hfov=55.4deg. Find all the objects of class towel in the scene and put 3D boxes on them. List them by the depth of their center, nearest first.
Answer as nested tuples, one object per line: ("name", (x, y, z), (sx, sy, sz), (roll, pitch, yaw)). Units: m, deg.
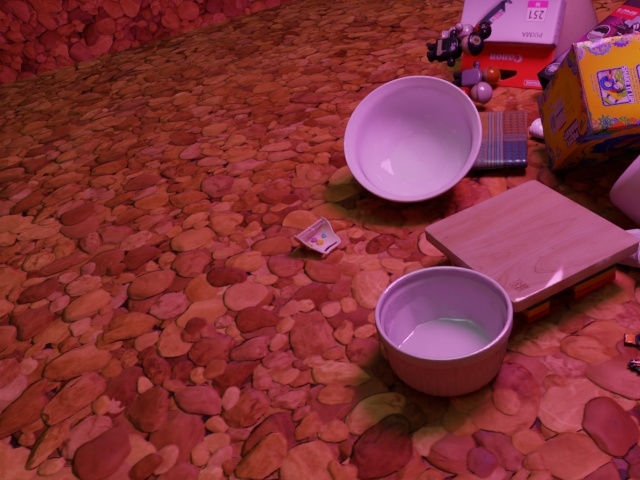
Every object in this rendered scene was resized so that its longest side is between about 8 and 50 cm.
("towel", (0.316, -0.242, 1.500), (0.370, 0.040, 0.271), (1, 38, 18))

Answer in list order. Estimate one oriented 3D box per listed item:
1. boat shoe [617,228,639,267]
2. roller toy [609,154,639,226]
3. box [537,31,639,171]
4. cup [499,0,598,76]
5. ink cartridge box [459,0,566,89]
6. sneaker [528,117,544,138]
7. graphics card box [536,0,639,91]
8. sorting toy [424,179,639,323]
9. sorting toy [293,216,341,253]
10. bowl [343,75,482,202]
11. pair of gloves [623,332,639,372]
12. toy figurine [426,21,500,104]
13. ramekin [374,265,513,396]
("boat shoe", (0.565, 0.025, 1.022), (0.184, 0.066, 0.063), (8, 30, 38))
("roller toy", (0.630, -0.099, 1.074), (0.191, 0.209, 0.146), (-44, 69, 3))
("box", (0.621, -0.276, 1.216), (0.279, 0.290, 0.177), (-9, 81, 6))
("cup", (0.659, -0.654, 1.797), (0.331, 0.237, 0.331), (-8, 35, 6))
("ink cartridge box", (0.520, -0.558, 1.708), (0.275, 0.238, 0.060), (16, 12, 33))
("sneaker", (0.580, -0.286, 1.481), (0.152, 0.053, 0.061), (-34, 46, -16))
("graphics card box", (0.766, -0.470, 1.525), (0.371, 0.094, 0.233), (-39, 38, 5))
("sorting toy", (0.364, 0.022, 1.085), (0.257, 0.089, 0.255), (-23, 37, -15))
("sorting toy", (0.000, 0.000, 1.267), (0.075, 0.044, 0.083), (31, 53, 34))
("bowl", (0.210, -0.202, 1.351), (0.298, 0.134, 0.297), (-6, 71, 17))
("pair of gloves", (0.497, 0.169, 0.913), (0.074, 0.010, 0.083), (0, 35, 19))
("toy figurine", (0.402, -0.482, 1.659), (0.148, 0.213, 0.209), (-2, 30, 34))
("ramekin", (0.192, 0.146, 0.951), (0.207, 0.109, 0.207), (-8, 35, 6))
